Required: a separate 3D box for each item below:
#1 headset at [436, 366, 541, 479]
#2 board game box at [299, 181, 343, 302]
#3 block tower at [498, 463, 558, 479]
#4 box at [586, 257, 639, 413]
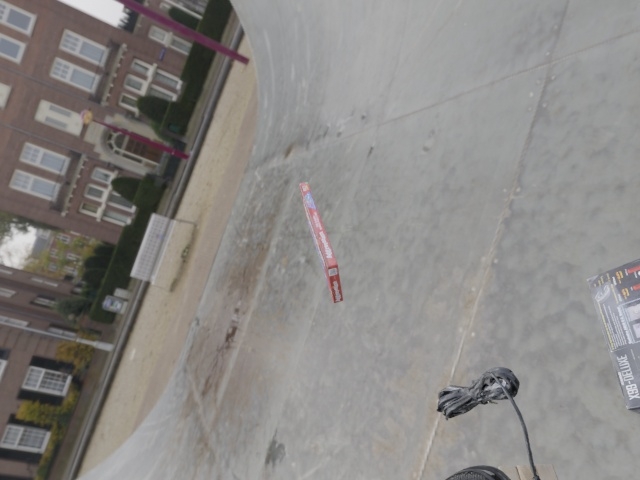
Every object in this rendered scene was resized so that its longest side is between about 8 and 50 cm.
[{"bbox_3d":[0.182,0.320,0.480,0.185,0.243,0.394,-40,28,44],"label":"headset"},{"bbox_3d":[0.000,0.000,1.162,0.145,0.027,0.281,81,173,-49],"label":"board game box"},{"bbox_3d":[0.353,0.522,0.790,0.097,0.091,0.335,-75,-23,-65],"label":"block tower"},{"bbox_3d":[0.720,0.177,0.972,0.242,0.077,0.307,-38,40,44],"label":"box"}]
